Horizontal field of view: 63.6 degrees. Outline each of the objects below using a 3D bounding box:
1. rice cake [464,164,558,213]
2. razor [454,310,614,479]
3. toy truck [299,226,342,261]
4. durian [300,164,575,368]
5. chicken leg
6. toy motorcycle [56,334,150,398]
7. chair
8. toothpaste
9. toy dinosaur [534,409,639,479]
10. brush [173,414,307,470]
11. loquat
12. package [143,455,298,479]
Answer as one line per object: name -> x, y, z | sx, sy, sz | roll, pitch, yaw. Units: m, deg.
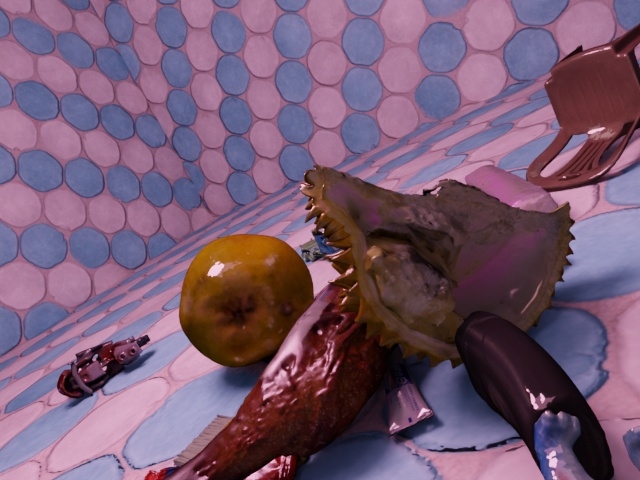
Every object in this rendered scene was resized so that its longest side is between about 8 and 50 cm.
rice cake -> 0.322, -0.083, 0.902 | 0.073, 0.056, 0.365 | -23, 13, 9
razor -> 0.154, 0.113, 0.386 | 0.054, 0.090, 0.148 | -29, 15, 1
toy truck -> 0.000, 0.000, 1.177 | 0.067, 0.081, 0.175 | -31, 13, -24
durian -> 0.113, 0.022, 0.506 | 0.172, 0.307, 0.166 | -98, 30, -48
chicken leg -> -0.031, 0.147, 0.523 | 0.407, 0.095, 0.158 | -42, 17, -35
toy motorcycle -> -0.465, 0.261, 1.089 | 0.213, 0.082, 0.122 | -28, 11, 1
chair -> 0.481, -0.241, 0.918 | 0.326, 0.183, 0.176 | -34, 13, -32
toothpaste -> 0.081, 0.145, 0.548 | 0.045, 0.028, 0.170 | -25, 14, 5
toy dinosaur -> 0.190, 0.133, 0.252 | 0.329, 0.076, 0.144 | -18, 48, 34
brush -> -0.086, 0.234, 0.581 | 0.205, 0.011, 0.083 | -14, 19, 45
loquat -> -0.117, 0.086, 0.819 | 0.214, 0.213, 0.246 | -27, 10, 2
package -> -0.113, 0.249, 0.529 | 0.201, 0.022, 0.083 | -22, 21, 17
